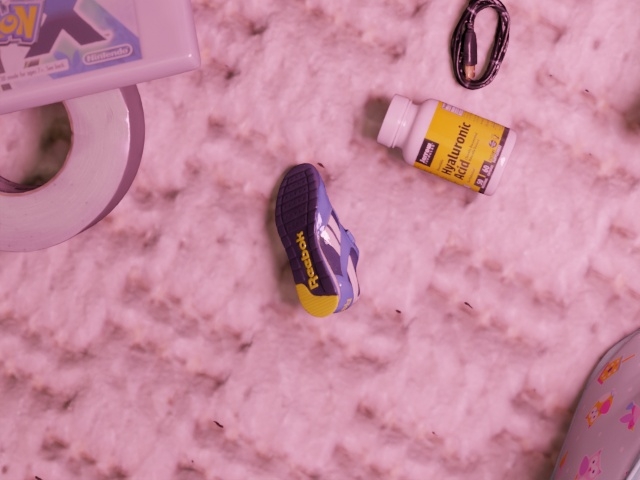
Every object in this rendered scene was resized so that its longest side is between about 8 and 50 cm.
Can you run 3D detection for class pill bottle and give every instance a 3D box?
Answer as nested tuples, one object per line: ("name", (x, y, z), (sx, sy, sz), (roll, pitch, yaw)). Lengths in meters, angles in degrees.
("pill bottle", (0.112, -0.089, 1.504), (0.116, 0.065, 0.065), (21, 99, 3))

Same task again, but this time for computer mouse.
("computer mouse", (0.129, -0.255, 1.492), (0.071, 0.041, 0.242), (-8, 98, 5))

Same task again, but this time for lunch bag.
("lunch bag", (0.298, 0.200, 1.447), (0.160, 0.223, 0.262), (22, 98, -4))

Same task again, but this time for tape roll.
("tape roll", (-0.274, -0.101, 1.535), (0.219, 0.072, 0.219), (1, 99, 5))

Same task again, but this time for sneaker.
("sneaker", (0.000, 0.000, 1.537), (0.053, 0.059, 0.144), (-18, 79, 38))

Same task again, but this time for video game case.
("video game case", (-0.287, -0.257, 1.480), (0.329, 0.036, 0.300), (-12, 75, 7))
